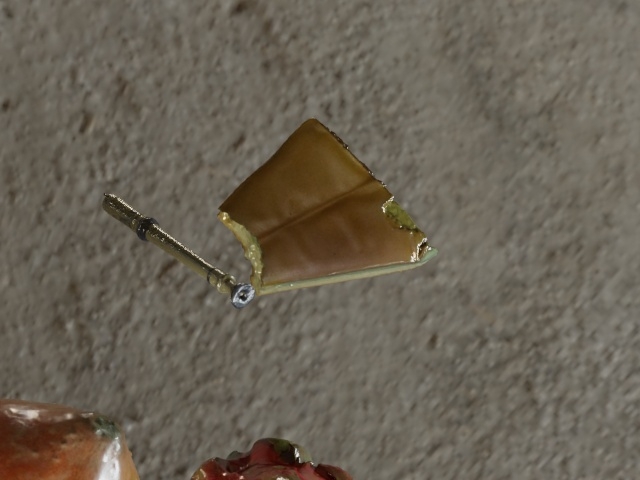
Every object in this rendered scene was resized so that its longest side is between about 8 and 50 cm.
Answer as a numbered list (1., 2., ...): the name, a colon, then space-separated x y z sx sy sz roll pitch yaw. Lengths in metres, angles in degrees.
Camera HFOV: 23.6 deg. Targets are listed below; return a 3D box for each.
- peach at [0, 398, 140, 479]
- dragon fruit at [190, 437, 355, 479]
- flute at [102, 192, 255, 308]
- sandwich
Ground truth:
1. peach: -0.249 0.219 1.318 0.232 0.232 0.233 12 51 -16
2. dragon fruit: -0.035 0.329 1.579 0.237 0.231 0.303 -15 21 -4
3. flute: -0.141 0.006 1.460 0.027 0.027 0.233 -20 35 -34
4. sandwich: 0.000 0.000 1.774 0.220 0.108 0.186 44 81 -1
